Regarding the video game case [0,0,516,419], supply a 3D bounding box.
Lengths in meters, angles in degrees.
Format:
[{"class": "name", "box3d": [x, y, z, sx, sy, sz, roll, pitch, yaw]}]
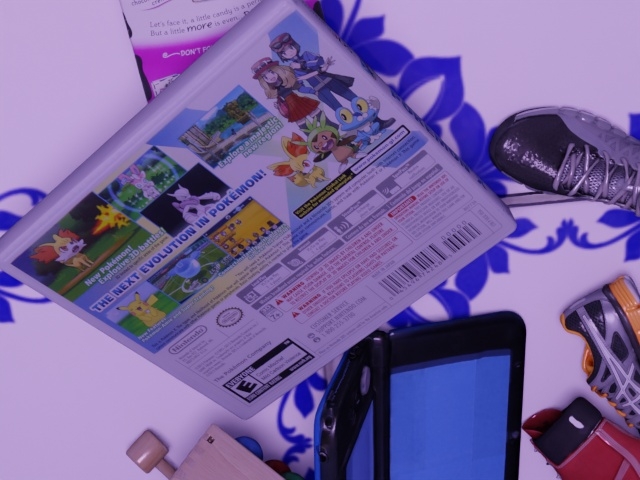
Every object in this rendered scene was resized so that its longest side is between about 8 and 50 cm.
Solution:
[{"class": "video game case", "box3d": [-0.049, -0.005, 0.817, 0.329, 0.036, 0.300, -37, 125, 20]}]

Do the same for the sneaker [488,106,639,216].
[{"class": "sneaker", "box3d": [0.275, -0.059, 0.890, 0.228, 0.132, 0.086, 12, 109, -9]}]

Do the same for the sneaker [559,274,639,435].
[{"class": "sneaker", "box3d": [0.313, 0.139, 0.998, 0.083, 0.084, 0.215, -21, 105, 14]}]

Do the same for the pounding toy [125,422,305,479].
[{"class": "pounding toy", "box3d": [-0.094, 0.240, 0.982, 0.206, 0.181, 0.094, 34, 77, 17]}]

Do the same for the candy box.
[{"class": "candy box", "box3d": [-0.081, -0.194, 0.811, 0.159, 0.071, 0.234, -15, 91, 2]}]

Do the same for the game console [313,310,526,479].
[{"class": "game console", "box3d": [0.105, 0.241, 0.953, 0.173, 0.250, 0.293, 3, 110, 13]}]

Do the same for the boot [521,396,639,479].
[{"class": "boot", "box3d": [0.282, 0.273, 1.045, 0.176, 0.088, 0.244, 33, 138, 21]}]
